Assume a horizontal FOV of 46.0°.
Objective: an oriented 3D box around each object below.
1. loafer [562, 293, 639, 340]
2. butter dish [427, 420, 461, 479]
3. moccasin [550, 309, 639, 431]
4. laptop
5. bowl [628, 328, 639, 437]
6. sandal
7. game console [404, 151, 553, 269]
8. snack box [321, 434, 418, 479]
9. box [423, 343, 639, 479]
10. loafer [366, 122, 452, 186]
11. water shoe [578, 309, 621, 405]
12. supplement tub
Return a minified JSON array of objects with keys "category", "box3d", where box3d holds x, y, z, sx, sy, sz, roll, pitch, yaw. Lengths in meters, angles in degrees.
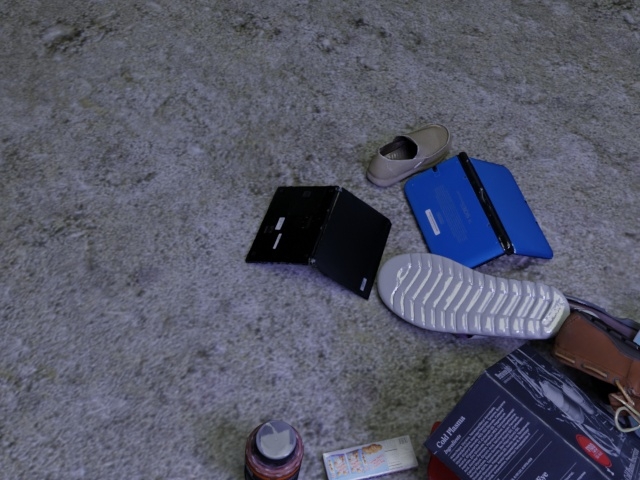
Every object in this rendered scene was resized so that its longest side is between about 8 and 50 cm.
[{"category":"loafer","box3d":[0.581,0.199,1.628,0.303,0.109,0.095,20,60,3]},{"category":"butter dish","box3d":[0.262,0.439,1.425,0.160,0.118,0.160,27,15,9]},{"category":"moccasin","box3d":[0.587,0.276,1.395,0.139,0.147,0.380,18,14,-47]},{"category":"laptop","box3d":[0.000,0.000,1.751,0.265,0.136,0.234,1,51,26]},{"category":"bowl","box3d":[0.761,0.287,1.466,0.163,0.311,0.311,12,54,-19]},{"category":"sandal","box3d":[0.321,0.143,1.639,0.417,0.102,0.169,14,69,19]},{"category":"game console","box3d":[0.378,-0.050,1.819,0.250,0.173,0.293,-27,57,13]},{"category":"snack box","box3d":[0.096,0.428,1.462,0.178,0.022,0.064,-9,58,-12]},{"category":"box","box3d":[0.400,0.368,1.336,0.312,0.179,0.343,40,17,20]},{"category":"loafer","box3d":[0.232,-0.226,1.882,0.269,0.092,0.102,-34,66,-26]},{"category":"water shoe","box3d":[0.576,0.240,1.556,0.073,0.080,0.203,-23,94,17]},{"category":"supplement tub","box3d":[-0.084,0.392,1.360,0.106,0.198,0.106,3,56,-5]}]
